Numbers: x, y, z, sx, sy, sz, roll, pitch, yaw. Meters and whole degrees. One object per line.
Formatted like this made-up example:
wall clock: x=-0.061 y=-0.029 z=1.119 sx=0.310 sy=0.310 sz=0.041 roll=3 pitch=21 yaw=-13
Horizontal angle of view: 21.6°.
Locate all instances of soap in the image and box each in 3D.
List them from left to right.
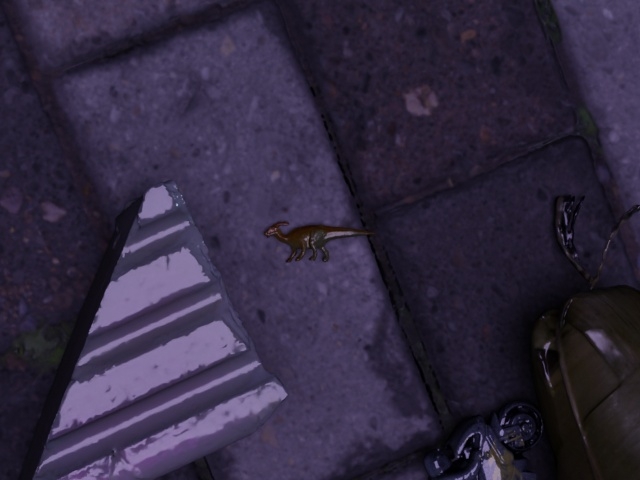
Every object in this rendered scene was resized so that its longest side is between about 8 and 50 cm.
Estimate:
soap: x=-0.220 y=0.108 z=1.609 sx=0.302 sy=0.159 sz=0.257 roll=-26 pitch=101 yaw=-7

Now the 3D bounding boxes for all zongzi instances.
zongzi: x=0.258 y=0.223 z=1.706 sx=0.418 sy=0.181 sz=0.447 roll=-46 pitch=73 yaw=31

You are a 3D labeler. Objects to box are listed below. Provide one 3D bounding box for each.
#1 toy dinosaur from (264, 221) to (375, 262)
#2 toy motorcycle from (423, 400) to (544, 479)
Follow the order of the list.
toy dinosaur: x=-0.001 y=0.004 z=1.696 sx=0.113 sy=0.026 sz=0.041 roll=4 pitch=82 yaw=-1
toy motorcycle: x=0.160 y=0.254 z=1.718 sx=0.124 sy=0.061 sz=0.193 roll=12 pitch=87 yaw=-14
